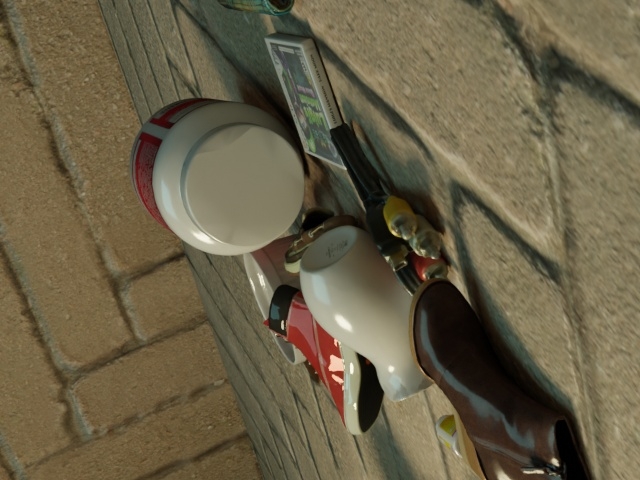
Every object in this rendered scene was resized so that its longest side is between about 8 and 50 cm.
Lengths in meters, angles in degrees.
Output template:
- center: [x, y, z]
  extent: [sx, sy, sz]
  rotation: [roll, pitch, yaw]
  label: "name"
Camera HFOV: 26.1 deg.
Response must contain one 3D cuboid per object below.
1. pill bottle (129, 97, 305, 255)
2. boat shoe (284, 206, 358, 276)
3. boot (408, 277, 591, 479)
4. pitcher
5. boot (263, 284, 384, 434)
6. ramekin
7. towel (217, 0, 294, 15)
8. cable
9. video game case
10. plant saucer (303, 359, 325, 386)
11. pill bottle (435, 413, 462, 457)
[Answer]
- center: [-0.155, -0.100, 2.105]
  extent: [0.407, 0.229, 0.229]
  rotation: [-154, 42, -73]
  label: "pill bottle"
- center: [0.008, -0.001, 1.948]
  extent: [0.257, 0.095, 0.095]
  rotation: [177, 84, -72]
  label: "boat shoe"
- center: [0.196, 0.161, 1.457]
  extent: [0.207, 0.090, 0.248]
  rotation: [10, 122, 62]
  label: "boot"
- center: [0.061, 0.072, 1.704]
  extent: [0.207, 0.125, 0.178]
  rotation: [54, -168, -27]
  label: "pitcher"
- center: [0.001, 0.178, 2.099]
  extent: [0.176, 0.088, 0.244]
  rotation: [11, 126, 31]
  label: "boot"
- center: [-0.036, 0.087, 2.232]
  extent: [0.207, 0.109, 0.207]
  rotation: [61, 167, 25]
  label: "ramekin"
- center: [-0.132, -0.429, 1.830]
  extent: [0.370, 0.040, 0.271]
  rotation: [-149, 38, -71]
  label: "towel"
- center: [0.089, -0.038, 1.627]
  extent: [0.139, 0.072, 0.287]
  rotation: [54, -169, -37]
  label: "cable"
- center: [-0.016, -0.186, 1.817]
  extent: [0.173, 0.022, 0.190]
  rotation: [70, 168, -16]
  label: "video game case"
- center: [-0.017, 0.192, 2.543]
  extent: [0.198, 0.036, 0.199]
  rotation: [157, 90, -79]
  label: "plant saucer"
- center: [0.174, 0.246, 1.747]
  extent: [0.083, 0.043, 0.043]
  rotation: [-152, 40, -72]
  label: "pill bottle"
